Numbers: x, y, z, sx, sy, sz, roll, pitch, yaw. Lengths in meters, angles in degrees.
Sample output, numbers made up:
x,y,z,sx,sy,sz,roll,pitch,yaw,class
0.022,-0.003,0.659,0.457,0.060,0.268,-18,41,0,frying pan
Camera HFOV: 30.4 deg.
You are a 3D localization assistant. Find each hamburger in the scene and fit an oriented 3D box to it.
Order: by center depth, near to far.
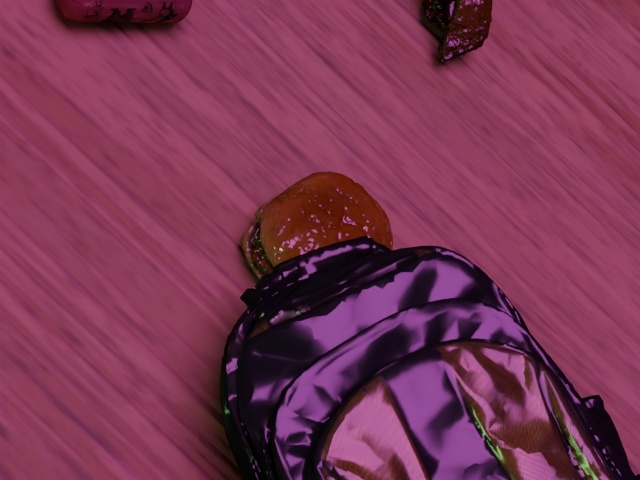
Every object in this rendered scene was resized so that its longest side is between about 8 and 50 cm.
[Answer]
x,y,z,sx,sy,sz,roll,pitch,yaw,class
0.000,0.000,0.678,0.076,0.044,0.083,46,52,0,hamburger

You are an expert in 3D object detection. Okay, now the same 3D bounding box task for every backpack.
x,y,z,sx,sy,sz,roll,pitch,yaw,class
0.051,0.116,0.592,0.206,0.133,0.258,-23,80,-25,backpack

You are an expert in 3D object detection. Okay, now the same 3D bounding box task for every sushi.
x,y,z,sx,sy,sz,roll,pitch,yaw,class
0.091,-0.171,0.807,0.047,0.050,0.099,4,53,-17,sushi

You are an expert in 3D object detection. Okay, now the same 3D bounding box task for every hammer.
x,y,z,sx,sy,sz,roll,pitch,yaw,class
-0.116,-0.149,0.697,0.083,0.043,0.043,-3,67,-29,hammer
